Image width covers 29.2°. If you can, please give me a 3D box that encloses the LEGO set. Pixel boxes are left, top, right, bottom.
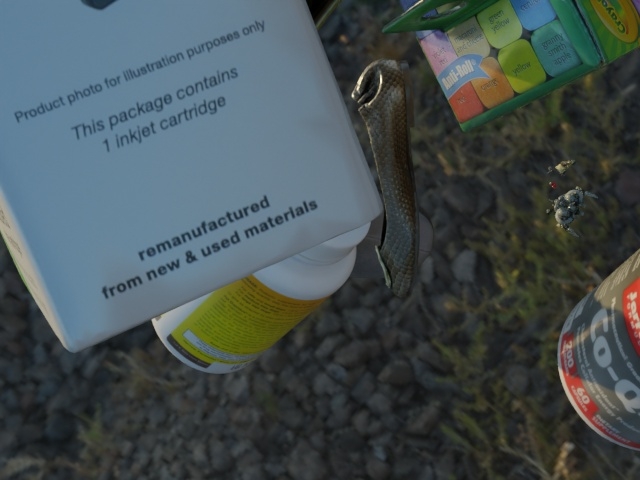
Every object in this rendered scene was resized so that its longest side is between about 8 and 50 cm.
[{"bbox_3d":[0.249,-0.045,1.251,0.054,0.023,0.083,-36,58,20],"label":"LEGO set"}]

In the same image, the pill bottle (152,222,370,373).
[{"bbox_3d":[-0.050,0.019,1.024,0.215,0.117,0.117,-42,35,46],"label":"pill bottle"}]

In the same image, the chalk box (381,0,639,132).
[{"bbox_3d":[0.183,-0.215,1.008,0.289,0.179,0.180,-30,4,-31],"label":"chalk box"}]

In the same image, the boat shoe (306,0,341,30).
[{"bbox_3d":[-0.083,-0.170,1.051,0.104,0.111,0.307,26,73,39],"label":"boat shoe"}]

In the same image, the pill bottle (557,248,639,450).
[{"bbox_3d":[0.313,0.066,0.994,0.283,0.161,0.161,114,175,-66],"label":"pill bottle"}]

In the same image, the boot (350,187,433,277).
[{"bbox_3d":[0.000,0.000,1.361,0.223,0.338,0.118,-137,60,-67],"label":"boot"}]

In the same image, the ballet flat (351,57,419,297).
[{"bbox_3d":[0.066,-0.059,1.224,0.058,0.250,0.084,-6,24,-3],"label":"ballet flat"}]

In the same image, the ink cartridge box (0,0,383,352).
[{"bbox_3d":[-0.109,-0.127,0.466,0.121,0.289,0.211,-24,12,-14],"label":"ink cartridge box"}]
